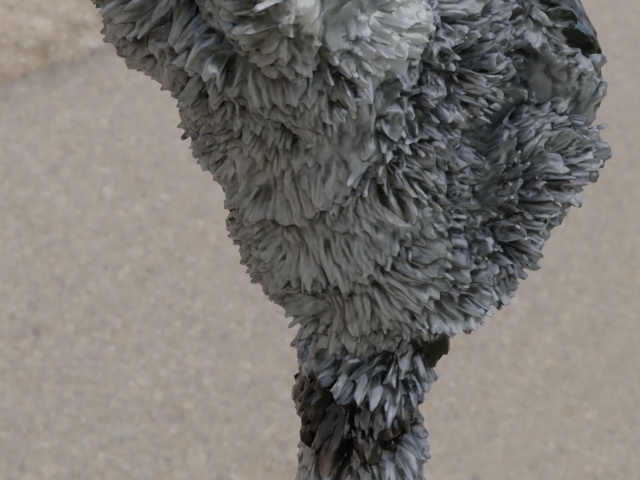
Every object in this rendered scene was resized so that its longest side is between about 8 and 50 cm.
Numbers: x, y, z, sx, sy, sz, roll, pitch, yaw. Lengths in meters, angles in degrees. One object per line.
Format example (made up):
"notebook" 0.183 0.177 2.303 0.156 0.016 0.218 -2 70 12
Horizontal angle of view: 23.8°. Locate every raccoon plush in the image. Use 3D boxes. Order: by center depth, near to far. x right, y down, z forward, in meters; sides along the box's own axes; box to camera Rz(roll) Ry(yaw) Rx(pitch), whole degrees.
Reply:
"raccoon plush" 0.000 0.000 0.772 0.216 0.447 0.299 0 6 34
